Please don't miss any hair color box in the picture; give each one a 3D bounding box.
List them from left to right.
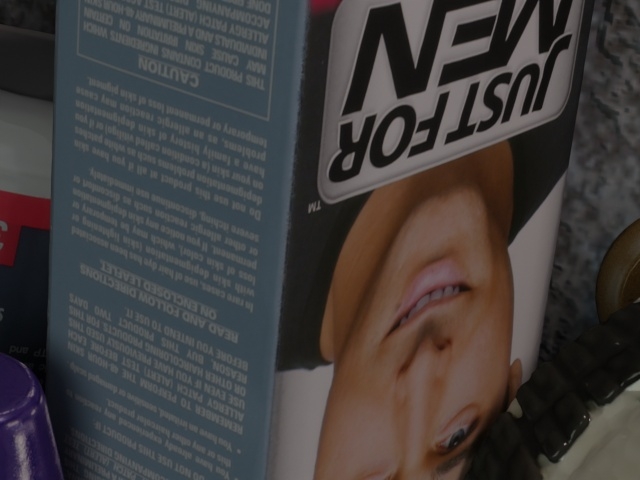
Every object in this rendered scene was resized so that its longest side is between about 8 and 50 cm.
[{"bbox_3d":[0.000,0.000,0.600,0.113,0.185,0.375,22,117,33],"label":"hair color box"}]

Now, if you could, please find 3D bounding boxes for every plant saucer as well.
[{"bbox_3d":[0.160,0.026,0.691,0.083,0.015,0.083,3,101,16],"label":"plant saucer"}]

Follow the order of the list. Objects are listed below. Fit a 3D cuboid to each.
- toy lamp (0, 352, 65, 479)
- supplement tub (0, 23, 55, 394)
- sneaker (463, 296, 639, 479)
[{"bbox_3d":[-0.137,0.165,0.597,0.080,0.080,0.275,18,120,13],"label":"toy lamp"},{"bbox_3d":[-0.153,0.052,0.697,0.191,0.191,0.272,18,105,13],"label":"supplement tub"},{"bbox_3d":[0.239,0.042,0.627,0.410,0.158,0.182,-42,131,6],"label":"sneaker"}]
